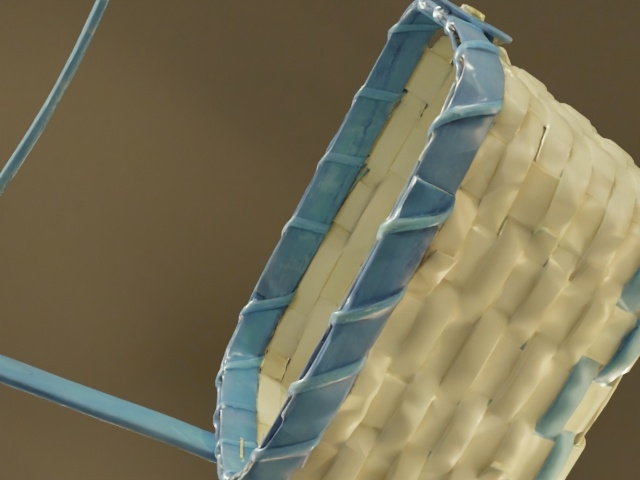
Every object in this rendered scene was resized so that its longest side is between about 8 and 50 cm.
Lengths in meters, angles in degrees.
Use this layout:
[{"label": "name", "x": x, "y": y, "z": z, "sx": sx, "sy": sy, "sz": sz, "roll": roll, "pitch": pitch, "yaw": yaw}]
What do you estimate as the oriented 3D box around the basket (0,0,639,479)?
[{"label": "basket", "x": 0.000, "y": 0.000, "z": 0.712, "sx": 0.289, "sy": 0.201, "sz": 0.255, "roll": 28, "pitch": -78, "yaw": -17}]
